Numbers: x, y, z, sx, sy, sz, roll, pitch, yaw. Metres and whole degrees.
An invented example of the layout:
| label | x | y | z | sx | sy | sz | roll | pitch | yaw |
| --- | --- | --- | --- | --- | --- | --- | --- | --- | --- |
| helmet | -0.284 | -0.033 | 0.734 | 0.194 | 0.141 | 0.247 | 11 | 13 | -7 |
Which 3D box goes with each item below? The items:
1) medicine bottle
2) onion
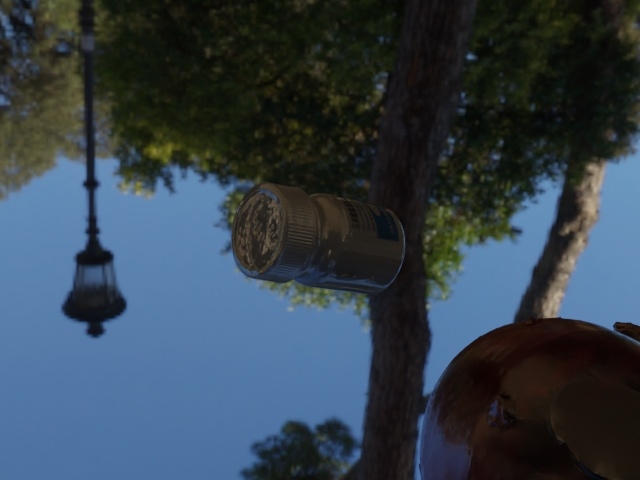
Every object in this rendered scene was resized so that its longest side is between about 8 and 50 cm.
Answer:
| label | x | y | z | sx | sy | sz | roll | pitch | yaw |
| --- | --- | --- | --- | --- | --- | --- | --- | --- | --- |
| medicine bottle | 0.000 | 0.000 | 1.068 | 0.168 | 0.105 | 0.105 | 9 | -163 | -38 |
| onion | 0.256 | 0.232 | 1.019 | 0.341 | 0.341 | 0.341 | 6 | -157 | -2 |
